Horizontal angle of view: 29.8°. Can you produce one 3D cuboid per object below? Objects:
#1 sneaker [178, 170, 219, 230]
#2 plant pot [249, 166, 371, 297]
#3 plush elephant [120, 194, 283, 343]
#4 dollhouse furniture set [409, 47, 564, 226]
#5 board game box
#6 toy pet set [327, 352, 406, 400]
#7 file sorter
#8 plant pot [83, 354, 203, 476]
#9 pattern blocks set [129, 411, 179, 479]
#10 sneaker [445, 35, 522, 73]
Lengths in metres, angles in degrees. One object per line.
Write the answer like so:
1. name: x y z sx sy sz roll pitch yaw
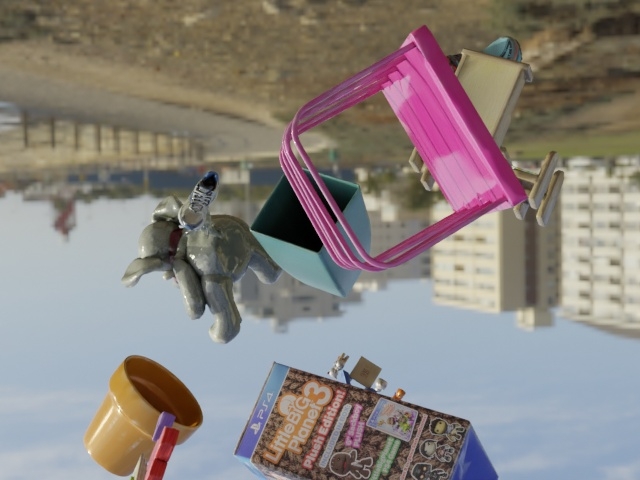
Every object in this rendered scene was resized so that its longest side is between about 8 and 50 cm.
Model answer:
1. sneaker: -0.223 -0.078 2.223 0.052 0.135 0.058 22 139 -3
2. plant pot: 0.000 0.000 2.379 0.165 0.165 0.234 19 155 28
3. plush elephant: -0.289 0.040 2.640 0.255 0.330 0.272 0 -134 36
4. dollhouse furniture set: 0.264 -0.161 1.867 0.212 0.161 0.242 19 167 24
5. board game box: 0.068 0.306 1.631 0.291 0.141 0.232 14 157 25
6. toy pet set: 0.066 0.229 1.863 0.122 0.065 0.114 31 165 6
7. file sorter: 0.070 -0.079 1.330 0.182 0.202 0.290 -30 180 -4
8. plant pot: -0.376 0.370 2.448 0.205 0.188 0.205 40 -167 -11
9. pattern blocks set: -0.252 0.369 1.506 0.026 0.325 0.285 22 176 -8
10. sneaker: 0.261 -0.301 2.237 0.262 0.125 0.104 -42 -143 -2
